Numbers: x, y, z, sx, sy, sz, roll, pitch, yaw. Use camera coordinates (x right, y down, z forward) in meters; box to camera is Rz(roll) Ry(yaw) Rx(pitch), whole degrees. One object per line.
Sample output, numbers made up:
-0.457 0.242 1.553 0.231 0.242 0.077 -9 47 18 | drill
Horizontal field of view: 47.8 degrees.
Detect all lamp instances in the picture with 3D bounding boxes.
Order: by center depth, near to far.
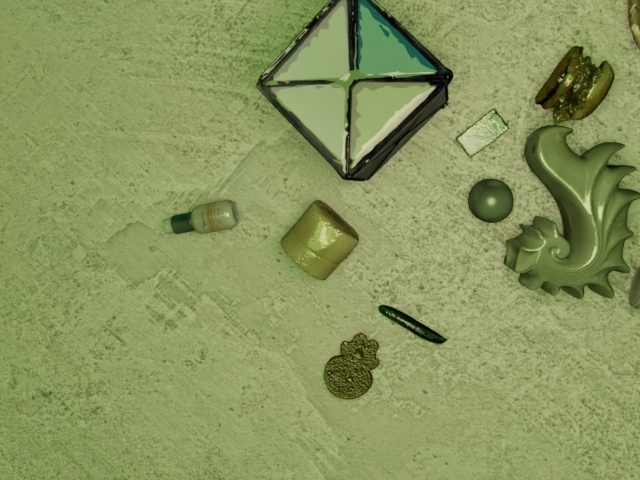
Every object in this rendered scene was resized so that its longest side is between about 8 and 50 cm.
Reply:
0.395 -0.092 1.670 0.105 0.105 0.105 1 95 9 | lamp

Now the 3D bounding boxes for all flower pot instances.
0.563 -0.059 1.600 0.254 0.164 0.367 9 96 -3 | flower pot

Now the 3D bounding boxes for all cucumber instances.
0.222 0.206 1.760 0.184 0.036 0.033 31 109 7 | cucumber

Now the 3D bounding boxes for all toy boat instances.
0.381 -0.252 1.701 0.115 0.016 0.063 -37 89 11 | toy boat

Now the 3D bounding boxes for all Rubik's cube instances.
0.082 -0.337 1.594 0.310 0.307 0.305 -44 85 9 | Rubik's cube

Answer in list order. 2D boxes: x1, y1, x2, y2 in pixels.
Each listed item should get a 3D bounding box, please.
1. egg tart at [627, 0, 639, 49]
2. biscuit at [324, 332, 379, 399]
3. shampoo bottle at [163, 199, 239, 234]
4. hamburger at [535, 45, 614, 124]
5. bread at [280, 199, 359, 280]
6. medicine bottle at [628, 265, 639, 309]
0.842 -0.517 1.537 0.352 0.150 0.352 1 95 13 | egg tart
0.082 0.315 1.798 0.124 0.026 0.175 30 100 4 | biscuit
-0.302 -0.052 1.804 0.192 0.074 0.074 -10 94 10 | shampoo bottle
0.565 -0.330 1.593 0.131 0.159 0.185 34 80 2 | hamburger
0.000 0.000 1.729 0.148 0.134 0.141 39 101 -9 | bread
0.834 0.133 1.596 0.258 0.143 0.143 20 98 6 | medicine bottle
